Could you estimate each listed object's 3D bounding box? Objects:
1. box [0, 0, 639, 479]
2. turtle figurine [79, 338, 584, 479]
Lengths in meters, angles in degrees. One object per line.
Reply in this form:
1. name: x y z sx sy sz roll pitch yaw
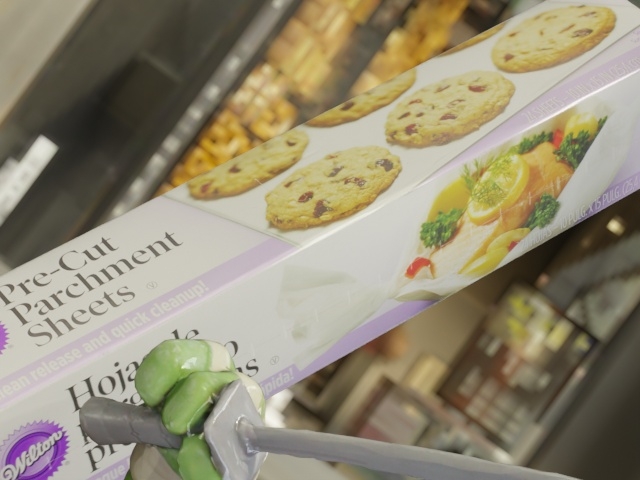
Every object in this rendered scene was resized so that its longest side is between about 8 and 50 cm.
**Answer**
1. box: 0.000 0.000 0.732 0.324 0.067 0.063 -27 133 -20
2. turtle figurine: -0.085 0.110 0.467 0.275 0.266 0.197 -157 -94 -76
